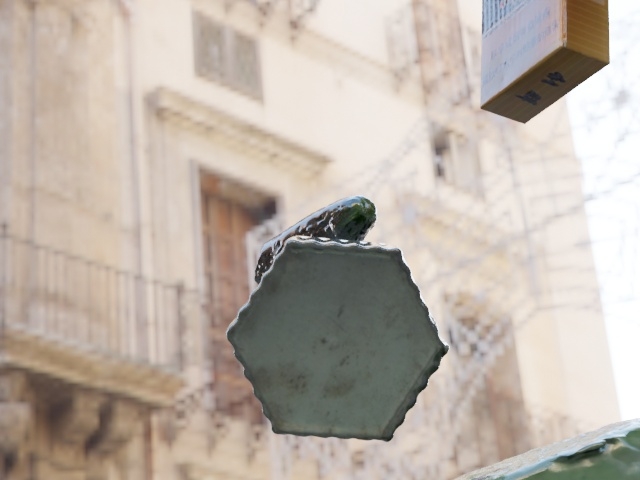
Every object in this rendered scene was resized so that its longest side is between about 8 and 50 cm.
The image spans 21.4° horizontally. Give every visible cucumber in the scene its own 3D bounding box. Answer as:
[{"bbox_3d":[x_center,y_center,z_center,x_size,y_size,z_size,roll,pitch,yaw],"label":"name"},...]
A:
[{"bbox_3d":[-0.001,0.000,2.194,0.074,0.074,0.241,14,-28,-31],"label":"cucumber"}]

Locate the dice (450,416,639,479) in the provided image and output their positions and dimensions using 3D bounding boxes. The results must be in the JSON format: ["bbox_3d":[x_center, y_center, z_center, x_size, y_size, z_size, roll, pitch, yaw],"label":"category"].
[{"bbox_3d":[0.261,0.367,1.704,0.330,0.322,0.318,-21,-7,-4],"label":"dice"}]

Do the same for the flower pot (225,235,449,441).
[{"bbox_3d":[0.019,0.103,1.845,0.209,0.239,0.189,-25,-1,1],"label":"flower pot"}]

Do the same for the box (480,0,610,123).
[{"bbox_3d":[0.238,-0.264,1.815,0.070,0.237,0.152,18,-31,-23],"label":"box"}]
